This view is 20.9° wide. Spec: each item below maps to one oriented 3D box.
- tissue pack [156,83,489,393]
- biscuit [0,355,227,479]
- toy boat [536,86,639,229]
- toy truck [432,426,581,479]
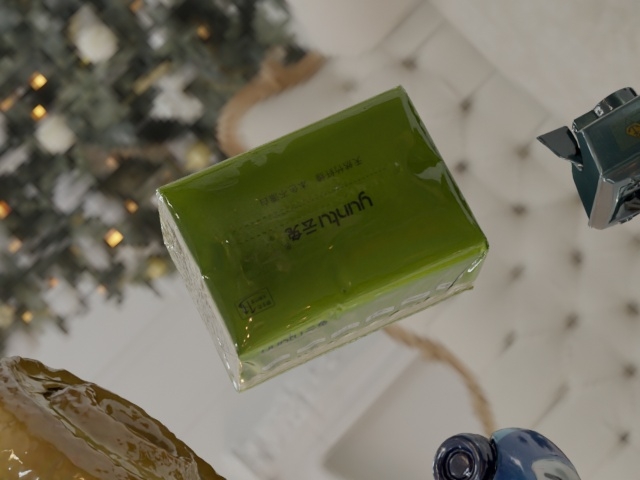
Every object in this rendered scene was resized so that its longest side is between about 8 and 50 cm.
[{"bbox_3d":[0.000,0.000,1.756,0.200,0.274,0.167,63,170,17],"label":"tissue pack"},{"bbox_3d":[-0.180,0.192,1.470,0.296,0.102,0.296,30,-178,-1],"label":"biscuit"},{"bbox_3d":[0.270,-0.079,1.111,0.103,0.246,0.093,60,173,19],"label":"toy boat"},{"bbox_3d":[0.077,0.106,0.577,0.090,0.073,0.056,22,-179,37],"label":"toy truck"}]
